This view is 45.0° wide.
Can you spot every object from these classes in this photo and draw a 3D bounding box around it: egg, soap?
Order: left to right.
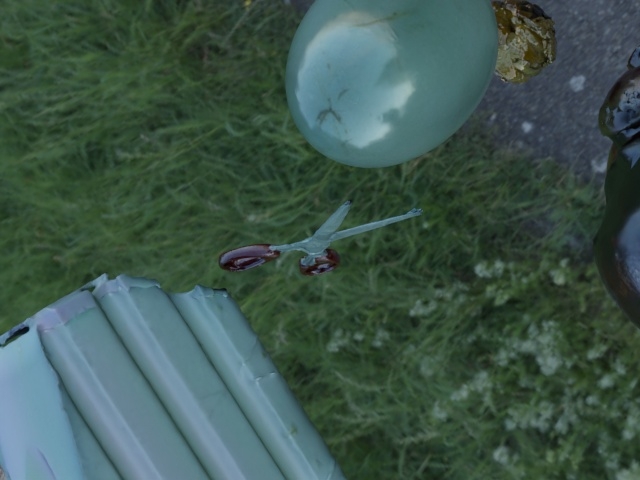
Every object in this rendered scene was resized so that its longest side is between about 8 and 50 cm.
[{"bbox_3d":[-0.134,0.242,0.776,0.156,0.261,0.446,-25,100,47],"label":"soap"},{"bbox_3d":[0.062,-0.157,0.674,0.168,0.231,0.168,25,141,22],"label":"egg"}]

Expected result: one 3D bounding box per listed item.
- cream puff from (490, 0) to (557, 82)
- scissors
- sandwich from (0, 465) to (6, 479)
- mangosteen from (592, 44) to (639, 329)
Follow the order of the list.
[{"bbox_3d":[0.271,-0.279,1.071,0.119,0.133,0.104,49,130,45],"label":"cream puff"},{"bbox_3d":[0.000,0.000,0.802,0.247,0.144,0.017,-28,62,56],"label":"scissors"},{"bbox_3d":[-0.375,0.262,0.989,0.193,0.162,0.058,-13,138,39],"label":"sandwich"},{"bbox_3d":[0.518,-0.058,0.913,0.381,0.381,0.421,5,94,42],"label":"mangosteen"}]
